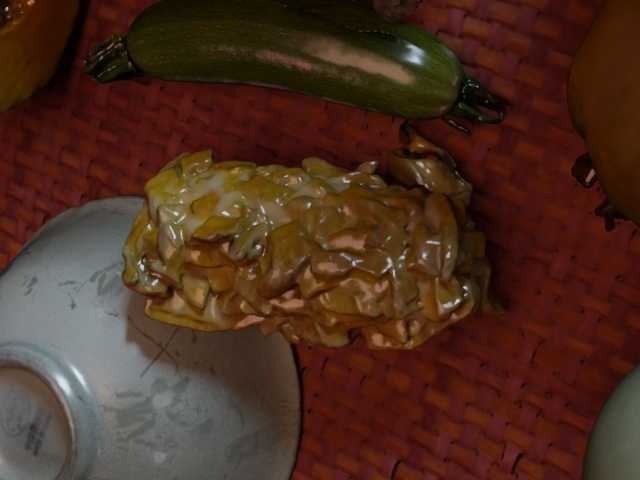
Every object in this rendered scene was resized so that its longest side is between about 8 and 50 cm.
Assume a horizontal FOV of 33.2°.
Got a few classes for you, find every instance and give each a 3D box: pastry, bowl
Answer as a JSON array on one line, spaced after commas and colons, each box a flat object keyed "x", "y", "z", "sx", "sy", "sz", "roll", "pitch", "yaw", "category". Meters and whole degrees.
[{"x": 0.000, "y": 0.000, "z": 0.717, "sx": 0.250, "sy": 0.154, "sz": 0.102, "roll": 3, "pitch": 127, "yaw": 13, "category": "pastry"}, {"x": -0.184, "y": 0.126, "z": 0.815, "sx": 0.313, "sy": 0.146, "sz": 0.313, "roll": 3, "pitch": 97, "yaw": 28, "category": "bowl"}]

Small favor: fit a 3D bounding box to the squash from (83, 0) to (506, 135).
[{"x": -0.025, "y": -0.134, "z": 0.746, "sx": 0.318, "sy": 0.071, "sz": 0.080, "roll": 11, "pitch": 81, "yaw": 22, "category": "squash"}]

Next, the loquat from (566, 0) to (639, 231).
[{"x": 0.229, "y": -0.085, "z": 0.567, "sx": 0.234, "sy": 0.176, "sz": 0.187, "roll": -50, "pitch": 34, "yaw": 32, "category": "loquat"}]

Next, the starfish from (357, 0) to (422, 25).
[{"x": 0.124, "y": -0.232, "z": 0.456, "sx": 0.312, "sy": 0.113, "sz": 0.303, "roll": 13, "pitch": 93, "yaw": 7, "category": "starfish"}]

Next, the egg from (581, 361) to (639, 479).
[{"x": 0.228, "y": 0.138, "z": 0.568, "sx": 0.183, "sy": 0.217, "sz": 0.183, "roll": 2, "pitch": 96, "yaw": 24, "category": "egg"}]

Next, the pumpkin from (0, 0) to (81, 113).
[{"x": -0.297, "y": -0.209, "z": 0.759, "sx": 0.139, "sy": 0.280, "sz": 0.190, "roll": 25, "pitch": 74, "yaw": 26, "category": "pumpkin"}]
